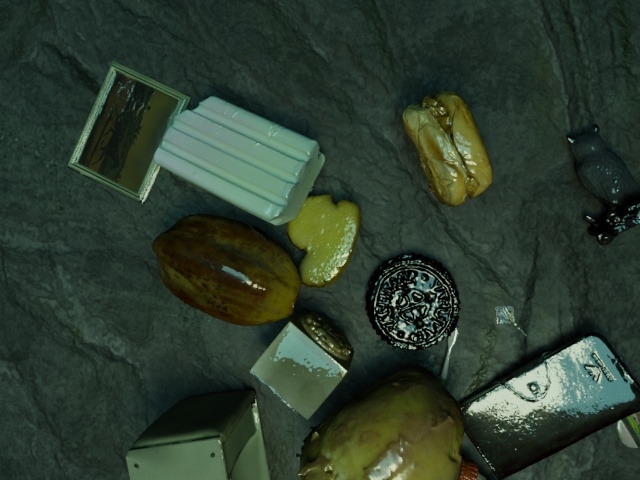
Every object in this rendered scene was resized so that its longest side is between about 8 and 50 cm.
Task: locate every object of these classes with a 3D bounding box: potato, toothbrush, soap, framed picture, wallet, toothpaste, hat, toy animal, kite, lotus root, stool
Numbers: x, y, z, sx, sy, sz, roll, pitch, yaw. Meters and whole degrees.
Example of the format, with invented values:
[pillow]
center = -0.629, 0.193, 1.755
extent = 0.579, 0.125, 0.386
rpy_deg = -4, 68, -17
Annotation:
[potato]
center = 0.135, 0.353, 0.816
extent = 0.300, 0.289, 0.237
rpy_deg = 27, 111, -11
[toothbrush]
center = 0.241, 0.295, 0.942
extent = 0.018, 0.024, 0.258
rpy_deg = 14, 93, 26
[soap]
center = -0.157, -0.159, 0.921
extent = 0.289, 0.095, 0.173
rpy_deg = 26, 87, 12
[framed picture]
center = -0.412, -0.231, 1.001
extent = 0.196, 0.014, 0.253
rpy_deg = 25, 94, 4
[wallet]
center = 0.429, 0.315, 0.890
extent = 0.317, 0.045, 0.173
rpy_deg = -36, 84, 15
[toothpaste]
center = 0.581, 0.316, 0.896
extent = 0.070, 0.044, 0.194
rpy_deg = -31, 88, 6
[hat]
center = 0.312, 0.489, 0.893
extent = 0.162, 0.112, 0.094
rpy_deg = 32, 99, 3
[toy animal]
center = 0.519, -0.109, 0.859
extent = 0.121, 0.117, 0.210
rpy_deg = -28, 90, 12
[kite]
center = 0.375, 0.163, 0.935
extent = 0.044, 0.002, 0.078
rpy_deg = -24, 88, 6
[lotus root]
center = -0.167, 0.055, 0.910
extent = 0.290, 0.193, 0.193
rpy_deg = 22, 93, 14
[stool]
center = -0.206, 0.451, 0.879
extent = 0.170, 0.243, 0.270
rpy_deg = -11, 90, 6

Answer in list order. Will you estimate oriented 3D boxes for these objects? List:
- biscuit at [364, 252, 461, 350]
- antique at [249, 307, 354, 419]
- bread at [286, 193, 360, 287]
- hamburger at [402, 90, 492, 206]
[biscuit]
center = 0.180, 0.121, 0.928
extent = 0.194, 0.053, 0.195
rpy_deg = 0, 91, 6
[antique]
center = -0.024, 0.224, 0.903
extent = 0.146, 0.152, 0.148
rpy_deg = 39, 97, 5
[bread]
center = 0.000, 0.000, 0.943
extent = 0.149, 0.065, 0.188
rpy_deg = 19, 91, 14
[hamburger]
center = 0.225, -0.164, 0.847
extent = 0.108, 0.214, 0.214
rpy_deg = -21, 89, 7
